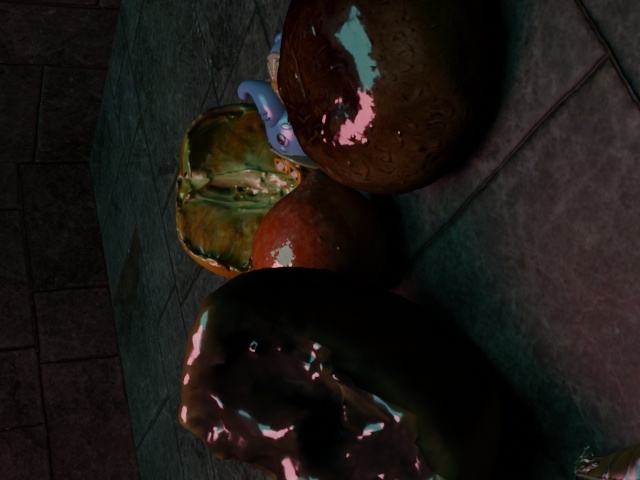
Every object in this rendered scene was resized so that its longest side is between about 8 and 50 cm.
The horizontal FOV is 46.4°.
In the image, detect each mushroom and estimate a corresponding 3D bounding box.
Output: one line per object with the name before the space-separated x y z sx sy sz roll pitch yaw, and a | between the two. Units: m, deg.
mushroom | 0.075 -0.225 0.998 0.345 0.239 0.345 50 161 25

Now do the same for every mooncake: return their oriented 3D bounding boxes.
mooncake | 0.025 0.229 0.946 0.394 0.392 0.246 -110 30 -52

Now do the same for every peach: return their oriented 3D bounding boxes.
peach | 0.000 0.000 1.167 0.232 0.232 0.233 14 106 63

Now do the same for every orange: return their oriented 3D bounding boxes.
orange | -0.133 -0.088 1.366 0.196 0.262 0.335 155 116 -72

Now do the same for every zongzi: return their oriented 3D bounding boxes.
zongzi | 0.310 0.220 0.757 0.109 0.055 0.119 20 100 63

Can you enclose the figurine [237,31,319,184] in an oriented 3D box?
figurine | -0.034 -0.225 1.225 0.179 0.153 0.262 -4 107 36
